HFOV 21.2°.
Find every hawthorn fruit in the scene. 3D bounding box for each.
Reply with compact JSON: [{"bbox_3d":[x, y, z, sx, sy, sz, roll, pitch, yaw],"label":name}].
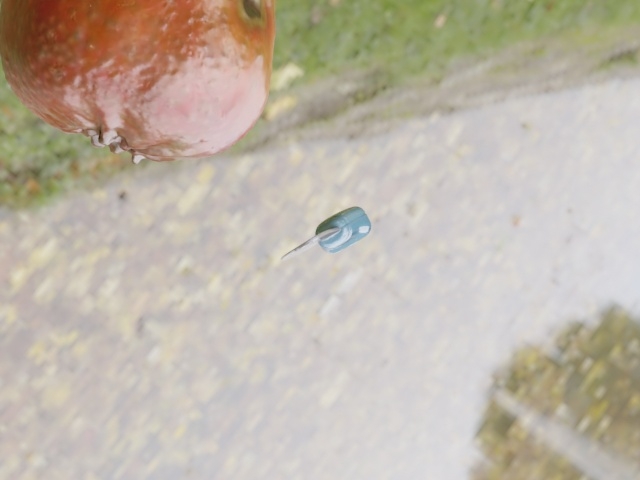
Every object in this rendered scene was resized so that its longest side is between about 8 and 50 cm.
[{"bbox_3d":[-0.076,-0.185,0.982,0.165,0.165,0.285,9,105,-67],"label":"hawthorn fruit"}]

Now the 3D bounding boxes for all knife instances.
[{"bbox_3d":[-0.002,0.001,1.427,0.058,0.032,0.244,-26,180,14],"label":"knife"}]
